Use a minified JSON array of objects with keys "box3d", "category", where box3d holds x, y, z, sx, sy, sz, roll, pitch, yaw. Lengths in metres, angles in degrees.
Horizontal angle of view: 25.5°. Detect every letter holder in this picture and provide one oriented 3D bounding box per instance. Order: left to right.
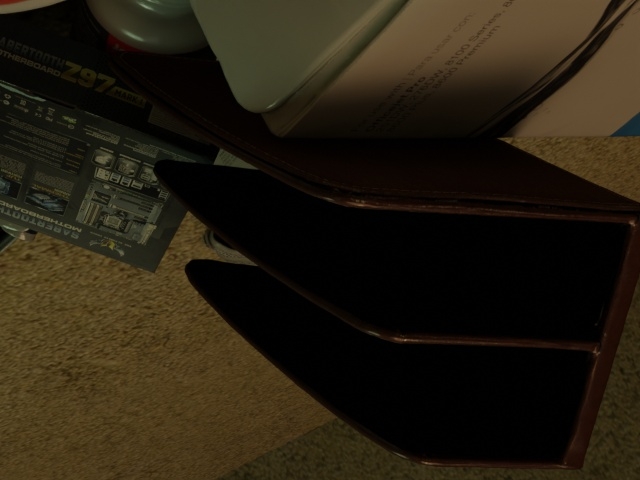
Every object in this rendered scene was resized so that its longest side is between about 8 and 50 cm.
[{"box3d":[0.000,0.000,0.820,0.214,0.302,0.152,5,106,-31],"category":"letter holder"}]

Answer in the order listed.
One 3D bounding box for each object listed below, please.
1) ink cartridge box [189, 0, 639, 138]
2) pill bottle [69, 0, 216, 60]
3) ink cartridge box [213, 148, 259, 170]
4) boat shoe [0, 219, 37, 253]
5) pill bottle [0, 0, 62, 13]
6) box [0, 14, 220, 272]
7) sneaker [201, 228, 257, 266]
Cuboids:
[{"box3d":[0.094,-0.217,0.839,0.395,0.285,0.166,-5,151,-46],"category":"ink cartridge box"},{"box3d":[-0.119,-0.161,1.000,0.108,0.108,0.180,-17,159,-24],"category":"pill bottle"},{"box3d":[0.000,-0.062,1.313,0.128,0.176,0.127,-7,152,-45],"category":"ink cartridge box"},{"box3d":[-0.257,-0.034,1.203,0.227,0.081,0.079,-34,160,25],"category":"boat shoe"},{"box3d":[-0.174,-0.250,0.526,0.210,0.210,0.363,-26,161,1],"category":"pill bottle"},{"box3d":[-0.199,-0.073,1.011,0.233,0.059,0.183,20,147,-10],"category":"box"},{"box3d":[0.001,-0.039,1.486,0.281,0.105,0.115,-33,160,23],"category":"sneaker"}]
